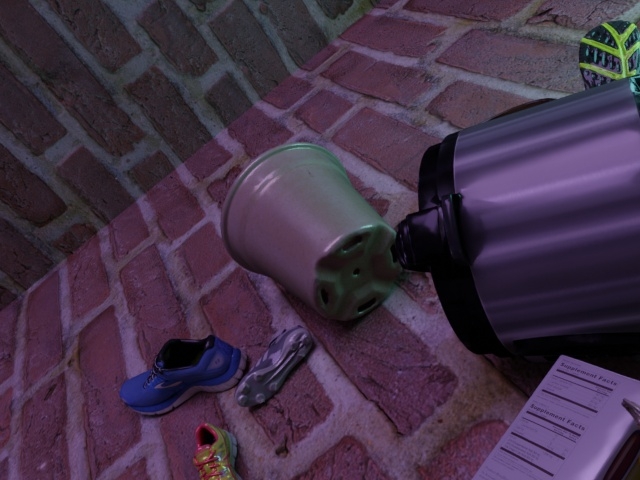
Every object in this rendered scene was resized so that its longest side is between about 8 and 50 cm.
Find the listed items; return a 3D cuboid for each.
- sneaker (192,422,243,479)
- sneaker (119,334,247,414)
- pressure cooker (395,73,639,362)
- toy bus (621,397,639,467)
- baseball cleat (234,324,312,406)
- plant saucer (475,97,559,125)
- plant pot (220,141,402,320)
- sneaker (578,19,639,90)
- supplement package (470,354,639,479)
[{"bbox_3d":[-0.200,0.425,1.162,0.081,0.094,0.208,-34,33,3],"label":"sneaker"},{"bbox_3d":[-0.333,0.286,1.419,0.330,0.147,0.129,-25,34,20],"label":"sneaker"},{"bbox_3d":[0.330,-0.016,0.941,0.420,0.370,0.375,-14,35,28],"label":"pressure cooker"},{"bbox_3d":[0.377,0.297,0.646,0.104,0.191,0.202,-41,32,-4],"label":"toy bus"},{"bbox_3d":[-0.102,0.261,1.314,0.206,0.072,0.109,-40,18,-12],"label":"baseball cleat"},{"bbox_3d":[0.393,-0.230,1.350,0.311,0.050,0.310,-27,14,7],"label":"plant saucer"},{"bbox_3d":[0.000,0.000,1.332,0.334,0.334,0.305,-41,43,-6],"label":"plant pot"},{"bbox_3d":[0.573,-0.234,1.209,0.145,0.147,0.384,1,67,37],"label":"sneaker"},{"bbox_3d":[0.312,0.289,0.778,0.244,0.139,0.134,-48,29,-16],"label":"supplement package"}]
